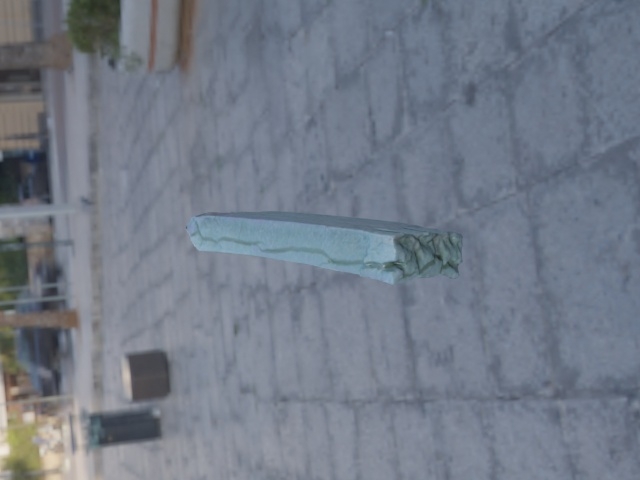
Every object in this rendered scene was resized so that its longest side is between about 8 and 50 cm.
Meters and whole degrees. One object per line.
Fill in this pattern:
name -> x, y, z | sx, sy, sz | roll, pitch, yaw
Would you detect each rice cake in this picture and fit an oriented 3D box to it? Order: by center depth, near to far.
rice cake -> 0.000, 0.001, 0.817 | 0.211, 0.124, 0.038 | 7, 96, 34
